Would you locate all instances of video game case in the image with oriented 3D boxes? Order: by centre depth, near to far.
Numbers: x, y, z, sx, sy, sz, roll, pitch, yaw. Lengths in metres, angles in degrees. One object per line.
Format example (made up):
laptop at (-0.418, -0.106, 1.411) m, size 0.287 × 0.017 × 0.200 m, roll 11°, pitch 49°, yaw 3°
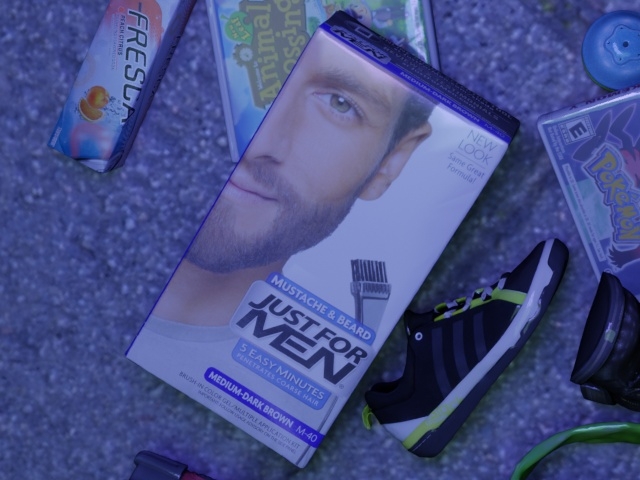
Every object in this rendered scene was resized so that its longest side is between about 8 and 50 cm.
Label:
video game case at (0.297, -0.038, 1.520) m, size 0.183 × 0.023 × 0.201 m, roll -17°, pitch 110°, yaw 18°
video game case at (0.001, -0.183, 1.587) m, size 0.193 × 0.023 × 0.212 m, roll -7°, pitch 98°, yaw 13°

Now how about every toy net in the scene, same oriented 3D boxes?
toy net at (0.335, -0.165, 1.517) m, size 0.232 × 0.045 × 0.122 m, roll 14°, pitch 87°, yaw 6°

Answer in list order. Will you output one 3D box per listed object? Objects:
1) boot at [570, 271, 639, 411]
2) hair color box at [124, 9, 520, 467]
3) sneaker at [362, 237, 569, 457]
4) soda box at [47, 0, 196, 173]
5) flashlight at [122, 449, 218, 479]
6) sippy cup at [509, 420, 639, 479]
boot at (0.322, 0.109, 1.468) m, size 0.229 × 0.263 × 0.091 m, roll 16°, pitch 82°, yaw 15°
hair color box at (0.000, 0.000, 1.560) m, size 0.185 × 0.110 × 0.339 m, roll 32°, pitch 107°, yaw 2°
sneaker at (0.117, 0.081, 1.577) m, size 0.097 × 0.084 × 0.235 m, roll 37°, pitch 104°, yaw 5°
soda box at (-0.169, -0.153, 1.605) m, size 0.058 × 0.063 × 0.183 m, roll 27°, pitch 103°, yaw 7°
flashlight at (-0.039, 0.287, 1.636) m, size 0.304 × 0.103 × 0.103 m, roll 24°, pitch 129°, yaw 6°
sippy cup at (0.263, 0.320, 1.527) m, size 0.224 × 0.240 × 0.306 m, roll -6°, pitch 107°, yaw 1°
